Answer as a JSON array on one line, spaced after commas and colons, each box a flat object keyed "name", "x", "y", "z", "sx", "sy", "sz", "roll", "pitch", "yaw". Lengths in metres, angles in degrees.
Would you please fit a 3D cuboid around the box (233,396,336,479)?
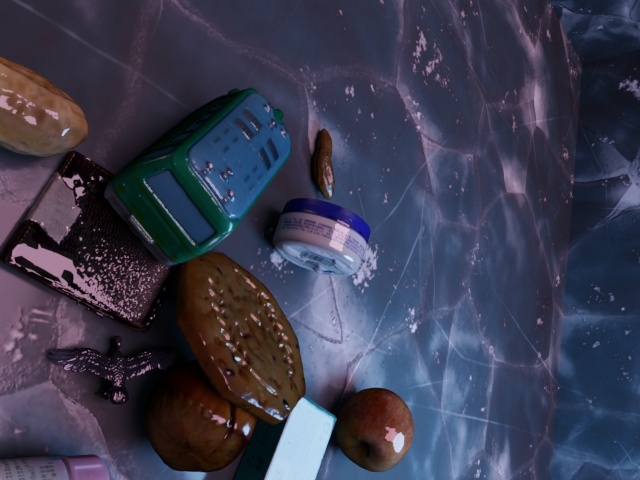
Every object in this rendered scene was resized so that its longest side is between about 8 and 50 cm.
[{"name": "box", "x": -0.077, "y": 0.464, "z": 1.136, "sx": 0.153, "sy": 0.092, "sz": 0.245, "roll": 45, "pitch": 55, "yaw": -35}]

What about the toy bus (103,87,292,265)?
[{"name": "toy bus", "x": -0.188, "y": -0.132, "z": 0.931, "sx": 0.184, "sy": 0.199, "sz": 0.344, "roll": 54, "pitch": 36, "yaw": -23}]

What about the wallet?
[{"name": "wallet", "x": -0.354, "y": 0.006, "z": 0.892, "sx": 0.262, "sy": 0.071, "sz": 0.221, "roll": 38, "pitch": 61, "yaw": -32}]

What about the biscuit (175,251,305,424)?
[{"name": "biscuit", "x": -0.138, "y": 0.170, "z": 0.990, "sx": 0.359, "sy": 0.046, "sz": 0.359, "roll": 52, "pitch": 16, "yaw": -22}]

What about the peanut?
[{"name": "peanut", "x": -0.475, "y": -0.206, "z": 0.719, "sx": 0.313, "sy": 0.149, "sz": 0.149, "roll": 28, "pitch": 67, "yaw": -44}]

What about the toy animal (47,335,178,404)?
[{"name": "toy animal", "x": -0.343, "y": 0.216, "z": 0.888, "sx": 0.220, "sy": 0.062, "sz": 0.108, "roll": 15, "pitch": 77, "yaw": -40}]

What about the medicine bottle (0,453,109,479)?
[{"name": "medicine bottle", "x": -0.406, "y": 0.377, "z": 0.754, "sx": 0.168, "sy": 0.135, "sz": 0.135, "roll": 17, "pitch": 75, "yaw": -44}]

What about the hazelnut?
[{"name": "hazelnut", "x": -0.206, "y": 0.298, "z": 0.947, "sx": 0.208, "sy": 0.208, "sz": 0.208, "roll": 5, "pitch": 84, "yaw": -47}]

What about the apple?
[{"name": "apple", "x": 0.136, "y": 0.460, "z": 1.301, "sx": 0.173, "sy": 0.188, "sz": 0.189, "roll": -31, "pitch": 110, "yaw": -56}]

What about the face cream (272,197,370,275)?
[{"name": "face cream", "x": 0.000, "y": 0.000, "z": 1.171, "sx": 0.206, "sy": 0.205, "sz": 0.111, "roll": 33, "pitch": 67, "yaw": -41}]

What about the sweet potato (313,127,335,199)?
[{"name": "sweet potato", "x": 0.008, "y": -0.193, "z": 1.310, "sx": 0.053, "sy": 0.053, "sz": 0.182, "roll": 0, "pitch": 83, "yaw": -8}]
